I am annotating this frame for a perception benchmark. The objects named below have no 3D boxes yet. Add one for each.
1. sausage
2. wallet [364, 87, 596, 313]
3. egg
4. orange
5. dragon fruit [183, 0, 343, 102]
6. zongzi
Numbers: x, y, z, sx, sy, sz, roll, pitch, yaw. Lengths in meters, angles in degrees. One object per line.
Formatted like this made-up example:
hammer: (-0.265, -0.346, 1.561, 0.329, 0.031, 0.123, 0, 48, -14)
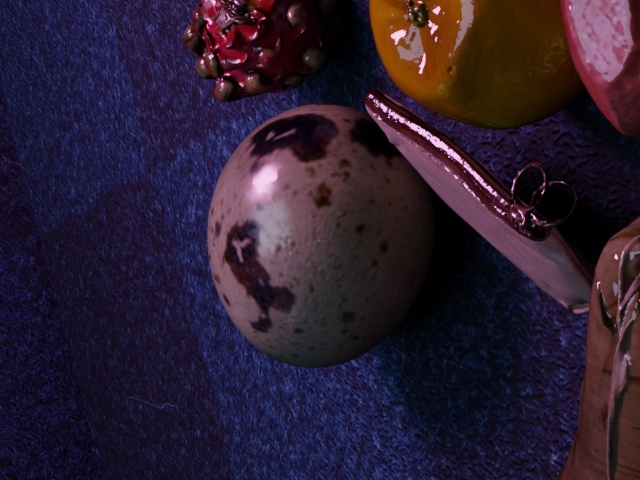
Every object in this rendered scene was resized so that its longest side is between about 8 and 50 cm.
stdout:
sausage: (0.286, -0.221, 1.291, 0.148, 0.148, 0.255, -10, 89, 60)
wallet: (0.193, -0.040, 1.559, 0.335, 0.068, 0.275, 42, 177, 44)
egg: (0.000, 0.000, 1.818, 0.288, 0.287, 0.379, 57, 159, 30)
orange: (0.174, -0.248, 1.463, 0.279, 0.235, 0.279, 31, 126, 57)
dragon fruit: (-0.092, -0.285, 1.935, 0.272, 0.198, 0.218, -1, 75, 58)
zongzi: (0.276, 0.124, 1.387, 0.467, 0.218, 0.500, 6, 123, 56)
